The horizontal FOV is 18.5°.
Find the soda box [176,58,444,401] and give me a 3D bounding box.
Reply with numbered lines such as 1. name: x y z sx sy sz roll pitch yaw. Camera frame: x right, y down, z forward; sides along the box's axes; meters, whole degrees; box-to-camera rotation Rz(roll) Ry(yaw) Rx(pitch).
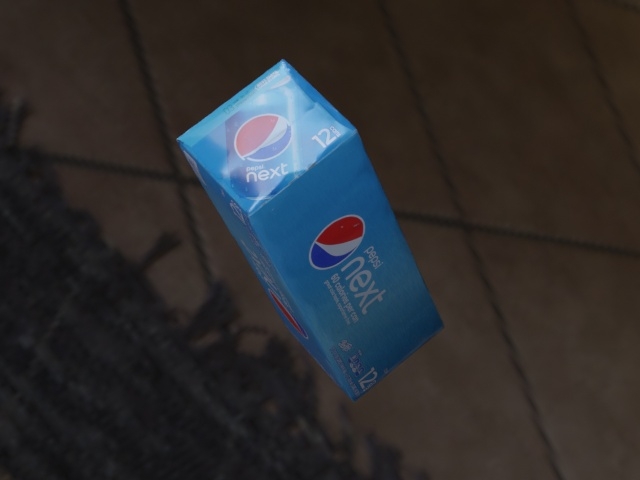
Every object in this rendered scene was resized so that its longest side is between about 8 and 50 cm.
1. soda box: 0.000 0.000 1.049 0.067 0.071 0.210 47 -9 32
